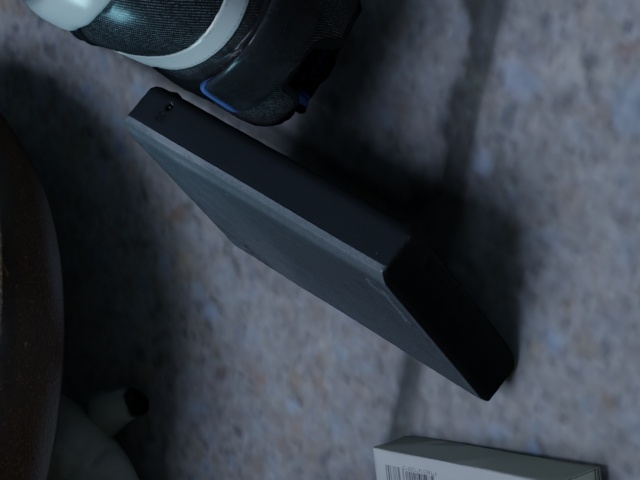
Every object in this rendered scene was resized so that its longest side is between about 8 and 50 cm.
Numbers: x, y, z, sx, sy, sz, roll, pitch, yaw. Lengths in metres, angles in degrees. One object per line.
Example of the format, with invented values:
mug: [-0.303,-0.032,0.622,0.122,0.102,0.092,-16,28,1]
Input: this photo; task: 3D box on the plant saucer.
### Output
plant saucer: [-0.185,0.072,0.834,0.310,0.050,0.310,-27,57,54]

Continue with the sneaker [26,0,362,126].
sneaker: [-0.053,-0.096,0.683,0.079,0.121,0.217,-56,23,12]

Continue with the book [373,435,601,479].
book: [0.063,0.147,0.655,0.096,0.035,0.144,4,103,51]

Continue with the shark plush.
shark plush: [-0.132,0.105,0.848,0.161,0.073,0.067,8,137,42]

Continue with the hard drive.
hard drive: [0.000,0.000,0.647,0.135,0.094,0.022,30,78,39]
